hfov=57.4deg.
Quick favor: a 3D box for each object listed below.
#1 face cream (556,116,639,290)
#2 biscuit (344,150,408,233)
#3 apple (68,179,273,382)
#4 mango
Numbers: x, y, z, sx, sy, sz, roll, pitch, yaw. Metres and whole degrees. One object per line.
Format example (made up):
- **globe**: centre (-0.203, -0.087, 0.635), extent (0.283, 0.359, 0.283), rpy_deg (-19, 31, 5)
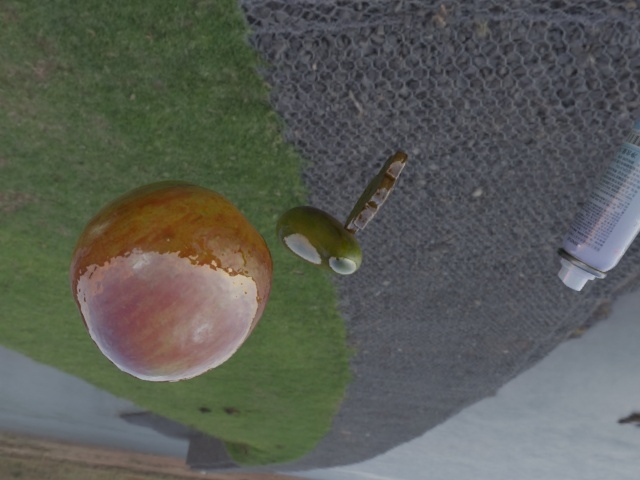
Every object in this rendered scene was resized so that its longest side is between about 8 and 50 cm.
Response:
- **face cream**: centre (0.377, -0.041, 0.743), extent (0.075, 0.075, 0.229), rpy_deg (19, 109, -23)
- **biscuit**: centre (0.109, -0.090, 1.179), extent (0.039, 0.179, 0.236), rpy_deg (31, 158, -6)
- **apple**: centre (-0.198, 0.051, 0.847), extent (0.302, 0.301, 0.301), rpy_deg (6, 155, 3)
- **mango**: centre (0.002, 0.002, 1.361), extent (0.289, 0.129, 0.146), rpy_deg (34, 169, 43)
